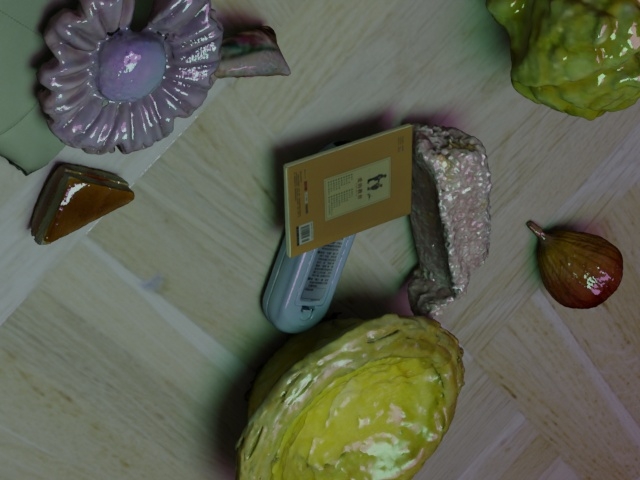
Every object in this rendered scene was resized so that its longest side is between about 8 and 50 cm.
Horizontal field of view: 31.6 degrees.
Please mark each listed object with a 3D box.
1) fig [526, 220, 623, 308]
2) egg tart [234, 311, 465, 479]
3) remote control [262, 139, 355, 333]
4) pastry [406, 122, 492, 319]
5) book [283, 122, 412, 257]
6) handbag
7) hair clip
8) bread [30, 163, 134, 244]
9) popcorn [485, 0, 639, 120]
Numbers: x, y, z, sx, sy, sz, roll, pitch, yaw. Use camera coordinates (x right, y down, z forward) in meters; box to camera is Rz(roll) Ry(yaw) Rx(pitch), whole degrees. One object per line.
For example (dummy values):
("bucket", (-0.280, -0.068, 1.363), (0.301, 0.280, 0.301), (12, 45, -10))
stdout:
("fig", (0.355, 0.038, 1.585), (0.153, 0.119, 0.119), (23, 102, -43))
("egg tart", (0.025, 0.216, 1.425), (0.345, 0.132, 0.345), (-20, 128, -27))
("remote control", (0.000, 0.000, 1.324), (0.087, 0.047, 0.244), (6, 112, -37))
("pastry", (0.156, -0.029, 1.389), (0.112, 0.103, 0.265), (-17, 131, -21))
("book", (0.033, -0.057, 1.273), (0.172, 0.012, 0.118), (-20, 127, -28))
("handbag", (-0.249, -0.185, 0.999), (0.241, 0.109, 0.315), (-53, 149, 4))
("hair clip", (-0.125, -0.162, 1.038), (0.300, 0.069, 0.173), (-18, 138, -51))
("bread", (-0.240, -0.045, 1.103), (0.109, 0.043, 0.062), (-32, 135, -16))
("popcorn", (0.308, -0.254, 1.261), (0.195, 0.255, 0.256), (-10, 130, -32))
